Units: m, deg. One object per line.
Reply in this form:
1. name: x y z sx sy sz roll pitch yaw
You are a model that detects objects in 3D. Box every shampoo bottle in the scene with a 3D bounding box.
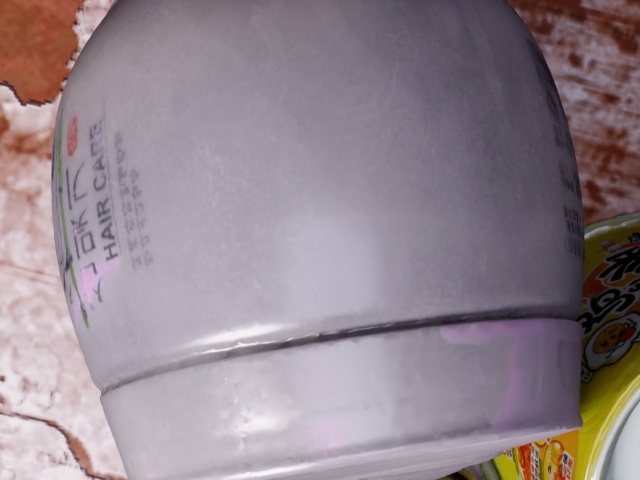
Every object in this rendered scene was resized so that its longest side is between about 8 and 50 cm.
1. shampoo bottle: 0.000 0.000 0.519 0.272 0.273 0.266 -8 76 1

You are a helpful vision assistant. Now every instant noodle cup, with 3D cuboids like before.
1. instant noodle cup: 0.228 0.122 0.587 0.264 0.200 0.264 0 99 0

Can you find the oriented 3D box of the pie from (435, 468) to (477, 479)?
1. pie: -0.018 0.274 0.646 0.339 0.077 0.339 -2 99 -16
